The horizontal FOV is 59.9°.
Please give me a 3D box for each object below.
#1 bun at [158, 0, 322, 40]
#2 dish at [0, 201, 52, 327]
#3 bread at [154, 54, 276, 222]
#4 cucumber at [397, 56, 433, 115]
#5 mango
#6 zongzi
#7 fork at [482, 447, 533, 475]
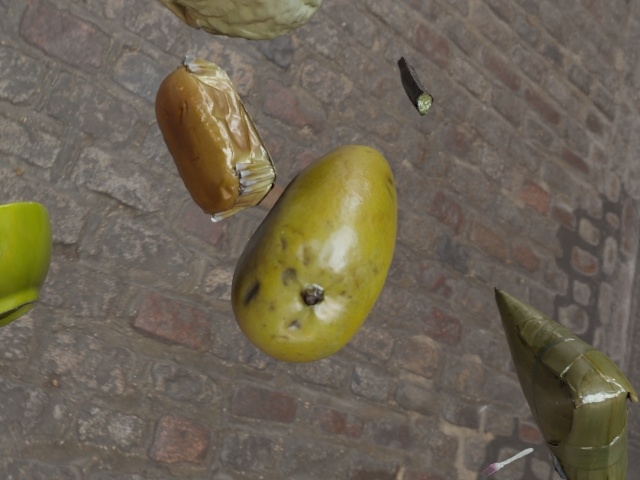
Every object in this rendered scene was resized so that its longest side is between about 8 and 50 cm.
[{"bbox_3d":[-0.098,-0.267,0.525,0.220,0.220,0.134,37,102,-24],"label":"bun"},{"bbox_3d":[-0.415,0.060,0.622,0.262,0.221,0.108,-28,89,-54],"label":"dish"},{"bbox_3d":[-0.176,-0.160,0.890,0.107,0.136,0.241,-19,77,-42],"label":"bread"},{"bbox_3d":[0.152,-0.255,0.916,0.033,0.034,0.135,27,32,-36],"label":"cucumber"},{"bbox_3d":[0.000,0.000,0.423,0.098,0.137,0.195,28,46,-9],"label":"mango"},{"bbox_3d":[0.330,0.212,0.803,0.115,0.256,0.228,-23,122,-9],"label":"zongzi"},{"bbox_3d":[0.375,0.438,1.104,0.115,0.016,0.012,-22,141,-9],"label":"fork"}]
